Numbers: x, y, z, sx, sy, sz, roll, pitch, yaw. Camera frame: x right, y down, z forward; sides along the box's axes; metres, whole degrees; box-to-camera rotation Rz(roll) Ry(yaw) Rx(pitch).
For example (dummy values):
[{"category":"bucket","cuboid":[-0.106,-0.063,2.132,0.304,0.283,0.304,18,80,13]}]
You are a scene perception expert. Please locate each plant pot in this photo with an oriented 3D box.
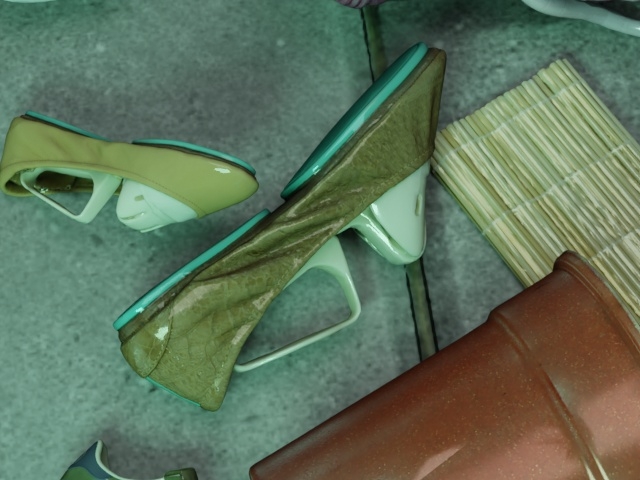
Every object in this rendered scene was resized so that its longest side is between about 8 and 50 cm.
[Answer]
[{"category":"plant pot","cuboid":[0.111,0.186,1.293,0.265,0.272,0.272,-26,69,-3]}]

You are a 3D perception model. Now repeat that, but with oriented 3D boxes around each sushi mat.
[{"category":"sushi mat","cuboid":[0.228,0.007,1.491,0.151,0.019,0.316,-32,71,-16]}]

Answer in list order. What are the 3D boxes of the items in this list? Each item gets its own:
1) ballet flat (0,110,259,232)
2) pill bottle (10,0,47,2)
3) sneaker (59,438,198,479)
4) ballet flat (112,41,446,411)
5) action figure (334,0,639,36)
[{"category":"ballet flat","cuboid":[-0.149,-0.041,1.446,0.232,0.080,0.073,13,74,35]},{"category":"pill bottle","cuboid":[-0.245,-0.341,1.535,0.160,0.160,0.283,-12,61,-7]},{"category":"sneaker","cuboid":[-0.101,0.203,1.368,0.192,0.064,0.086,20,72,10]},{"category":"ballet flat","cuboid":[0.000,0.000,1.447,0.342,0.116,0.124,-44,95,-18]},{"category":"action figure","cuboid":[0.101,-0.244,1.506,0.370,0.248,0.275,-17,99,-18]}]
